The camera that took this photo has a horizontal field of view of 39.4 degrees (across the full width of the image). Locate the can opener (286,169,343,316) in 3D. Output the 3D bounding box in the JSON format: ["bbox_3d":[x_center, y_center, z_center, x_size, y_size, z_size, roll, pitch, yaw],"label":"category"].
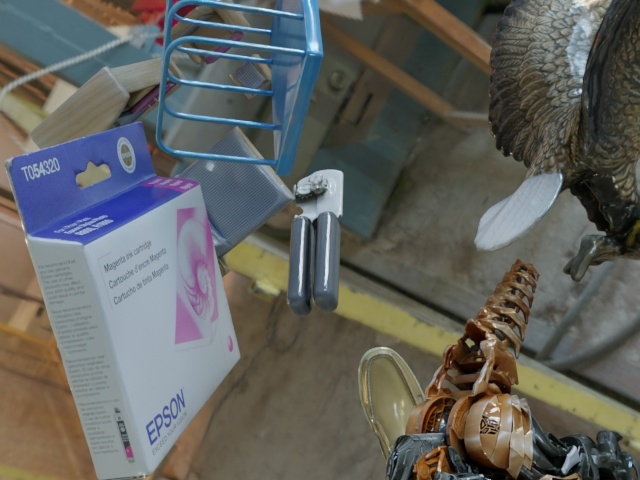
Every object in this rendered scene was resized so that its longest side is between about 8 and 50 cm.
[{"bbox_3d":[0.000,0.000,1.275,0.074,0.093,0.280,-12,40,14],"label":"can opener"}]

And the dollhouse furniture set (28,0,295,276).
[{"bbox_3d":[-0.156,-0.100,1.155,0.286,0.303,0.198,-35,7,20],"label":"dollhouse furniture set"}]

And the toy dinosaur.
[{"bbox_3d":[0.134,0.170,0.655,0.164,0.218,0.322,15,74,56],"label":"toy dinosaur"}]

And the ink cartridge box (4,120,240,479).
[{"bbox_3d":[-0.194,0.041,0.987,0.071,0.330,0.324,-9,13,14],"label":"ink cartridge box"}]

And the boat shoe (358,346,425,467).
[{"bbox_3d":[0.089,0.207,0.954,0.068,0.190,0.072,-20,-1,5],"label":"boat shoe"}]

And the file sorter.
[{"bbox_3d":[-0.065,-0.155,0.671,0.118,0.104,0.170,110,162,-48],"label":"file sorter"}]

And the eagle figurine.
[{"bbox_3d":[0.238,-0.126,0.735,0.226,0.225,0.298,-8,93,31],"label":"eagle figurine"}]
